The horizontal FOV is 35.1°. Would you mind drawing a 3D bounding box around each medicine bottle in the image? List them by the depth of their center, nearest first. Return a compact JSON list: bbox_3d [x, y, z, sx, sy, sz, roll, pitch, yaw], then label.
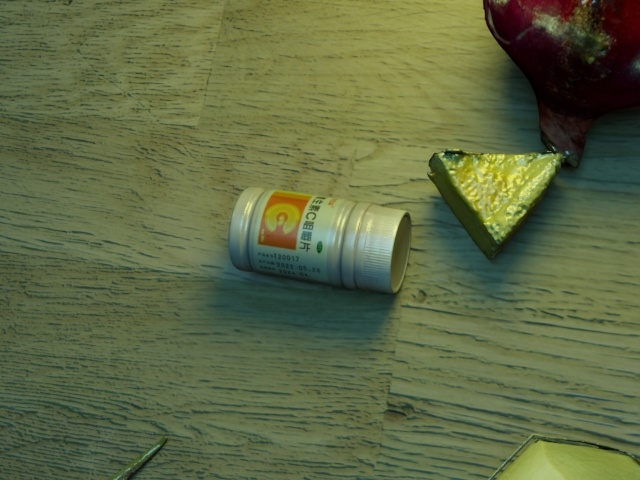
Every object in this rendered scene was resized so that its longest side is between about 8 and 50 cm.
[{"bbox_3d":[0.000,0.000,1.498,0.250,0.133,0.133,10,77,16],"label":"medicine bottle"}]

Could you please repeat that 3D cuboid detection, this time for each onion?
[{"bbox_3d":[0.383,-0.280,1.421,0.348,0.348,0.385,21,114,19],"label":"onion"}]

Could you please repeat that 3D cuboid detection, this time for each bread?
[{"bbox_3d":[0.242,-0.091,1.459,0.160,0.140,0.169,39,82,10],"label":"bread"}]

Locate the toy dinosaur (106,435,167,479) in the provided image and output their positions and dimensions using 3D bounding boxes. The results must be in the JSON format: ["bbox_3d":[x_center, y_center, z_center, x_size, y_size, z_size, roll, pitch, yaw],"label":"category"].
[{"bbox_3d":[-0.340,0.414,1.505,0.200,0.072,0.251,4,62,5],"label":"toy dinosaur"}]

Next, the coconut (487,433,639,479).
[{"bbox_3d":[0.307,0.392,1.221,0.323,0.323,0.323,-4,73,13],"label":"coconut"}]
